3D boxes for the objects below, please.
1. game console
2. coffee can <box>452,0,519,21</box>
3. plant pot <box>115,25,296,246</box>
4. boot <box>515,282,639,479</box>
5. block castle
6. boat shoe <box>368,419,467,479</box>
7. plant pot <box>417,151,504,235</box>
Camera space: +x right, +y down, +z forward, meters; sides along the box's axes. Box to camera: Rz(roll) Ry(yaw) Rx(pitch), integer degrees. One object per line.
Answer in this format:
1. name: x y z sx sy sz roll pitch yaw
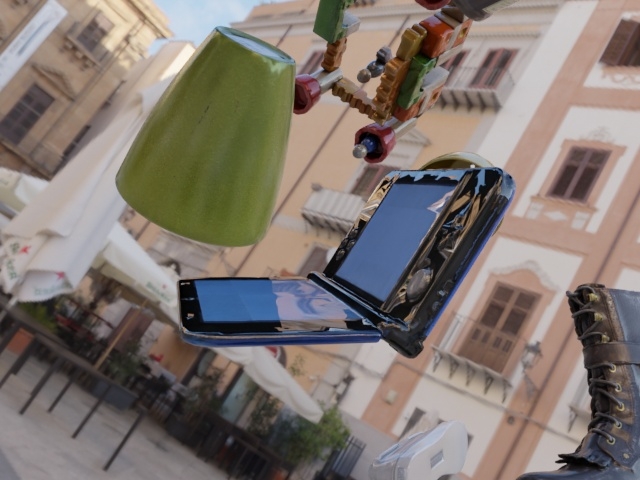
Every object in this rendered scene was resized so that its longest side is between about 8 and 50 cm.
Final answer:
1. game console: 0.000 0.000 0.611 0.173 0.250 0.293 33 -3 -15
2. coffee can: 0.289 -0.427 0.778 0.276 0.201 0.201 -16 -45 37
3. plant pot: -0.159 -0.185 1.033 0.275 0.293 0.274 22 23 -10
4. boot: 0.279 0.153 0.616 0.263 0.228 0.091 5 -26 -20
5. block castle: 0.097 -0.398 1.259 0.303 0.213 0.453 37 -41 16
6. boat shoe: 0.121 0.259 0.752 0.063 0.066 0.184 -5 3 35
7. plant pot: 0.199 -0.071 0.877 0.134 0.095 0.134 13 -57 21
